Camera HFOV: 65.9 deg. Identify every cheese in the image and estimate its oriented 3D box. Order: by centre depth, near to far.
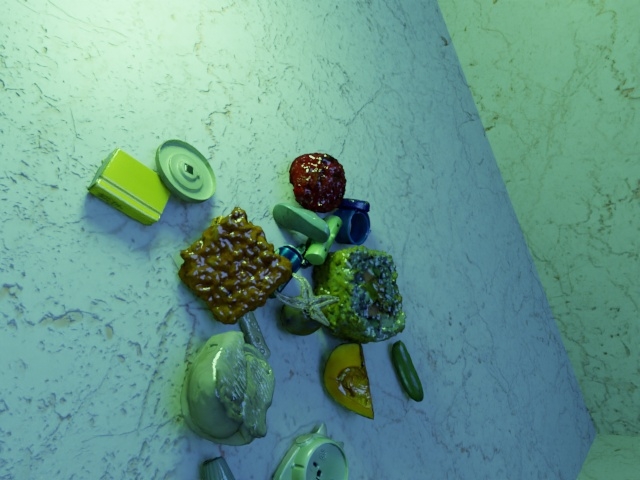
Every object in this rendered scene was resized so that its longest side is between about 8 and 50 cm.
[{"bbox_3d":[-0.233,0.338,1.730,0.065,0.043,0.193,-27,98,-39],"label":"cheese"}]

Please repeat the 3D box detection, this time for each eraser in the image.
[{"bbox_3d":[-0.583,-0.163,1.530,0.226,0.069,0.158,37,54,-30],"label":"eraser"}]

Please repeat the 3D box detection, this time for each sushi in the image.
[{"bbox_3d":[0.168,0.221,1.995,0.352,0.240,0.396,6,71,-40],"label":"sushi"}]

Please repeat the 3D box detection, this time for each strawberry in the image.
[{"bbox_3d":[0.000,-0.239,1.967,0.274,0.220,0.274,32,42,-34],"label":"strawberry"}]

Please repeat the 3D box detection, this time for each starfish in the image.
[{"bbox_3d":[-0.043,0.202,1.754,0.247,0.050,0.138,33,50,-19],"label":"starfish"}]

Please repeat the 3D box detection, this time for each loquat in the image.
[{"bbox_3d":[-0.056,0.279,1.832,0.195,0.152,0.152,-1,79,-41],"label":"loquat"}]

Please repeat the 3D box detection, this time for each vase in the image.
[{"bbox_3d":[-0.293,0.785,1.494,0.128,0.128,0.248,-8,75,-44],"label":"vase"}]

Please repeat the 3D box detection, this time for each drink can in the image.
[{"bbox_3d":[-0.156,0.112,1.813,0.118,0.118,0.205,54,48,-17],"label":"drink can"}]

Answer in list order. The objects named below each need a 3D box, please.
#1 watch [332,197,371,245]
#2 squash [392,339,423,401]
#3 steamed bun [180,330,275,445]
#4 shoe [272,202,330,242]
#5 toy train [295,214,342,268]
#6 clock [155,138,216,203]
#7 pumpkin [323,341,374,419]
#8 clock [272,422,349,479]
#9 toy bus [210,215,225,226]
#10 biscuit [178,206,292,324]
[{"bbox_3d":[0.132,-0.080,2.118,0.196,0.171,0.200,10,86,-42],"label":"watch"},{"bbox_3d":[0.384,0.582,2.199,0.082,0.082,0.292,-25,94,-44],"label":"squash"},{"bbox_3d":[-0.303,0.461,1.519,0.309,0.220,0.324,55,22,-35],"label":"steamed bun"},{"bbox_3d":[-0.062,-0.080,1.902,0.251,0.103,0.100,29,41,14],"label":"shoe"},{"bbox_3d":[0.000,0.000,1.959,0.105,0.157,0.253,47,49,-26],"label":"toy train"},{"bbox_3d":[-0.447,-0.234,1.656,0.235,0.029,0.234,38,37,-36],"label":"clock"},{"bbox_3d":[0.106,0.549,1.950,0.148,0.169,0.312,8,71,-85],"label":"pumpkin"},{"bbox_3d":[-0.012,0.824,1.746,0.265,0.109,0.324,49,50,-20],"label":"clock"},{"bbox_3d":[-0.308,-0.021,1.740,0.162,0.074,0.069,33,56,-30],"label":"toy bus"},{"bbox_3d":[-0.286,0.091,1.637,0.318,0.110,0.312,-41,100,-9],"label":"biscuit"}]
